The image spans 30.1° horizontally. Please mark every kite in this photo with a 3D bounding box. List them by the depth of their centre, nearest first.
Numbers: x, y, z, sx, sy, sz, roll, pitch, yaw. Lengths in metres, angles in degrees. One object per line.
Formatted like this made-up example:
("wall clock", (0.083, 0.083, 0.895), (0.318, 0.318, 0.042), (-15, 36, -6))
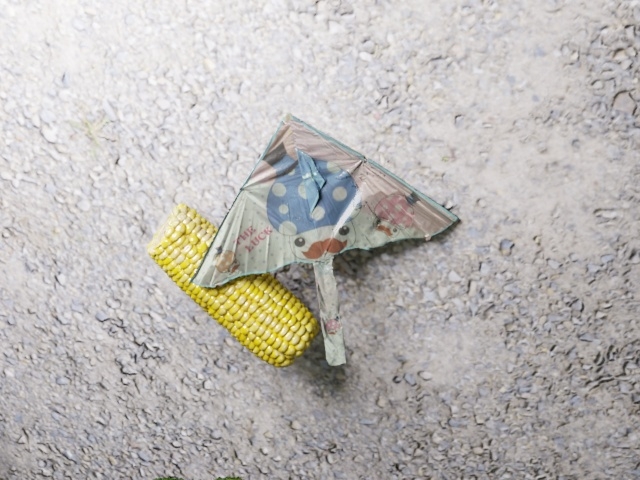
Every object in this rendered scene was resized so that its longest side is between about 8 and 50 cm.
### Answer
("kite", (0.000, 0.000, 1.424), (0.335, 0.011, 0.314), (-12, 100, 4))

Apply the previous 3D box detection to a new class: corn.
("corn", (-0.110, 0.059, 1.491), (0.244, 0.093, 0.093), (43, 121, -6))

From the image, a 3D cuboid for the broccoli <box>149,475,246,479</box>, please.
("broccoli", (-0.182, 0.487, 1.650), (0.321, 0.283, 0.303), (10, 110, -7))
